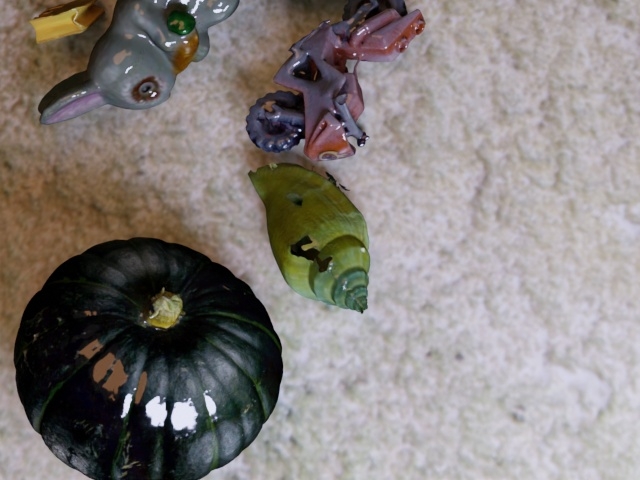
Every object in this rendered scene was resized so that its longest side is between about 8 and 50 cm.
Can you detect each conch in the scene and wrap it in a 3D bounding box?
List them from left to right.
[{"bbox_3d":[-0.001,0.000,1.569,0.095,0.079,0.201,-13,59,-9],"label":"conch"}]

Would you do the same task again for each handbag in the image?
[{"bbox_3d":[-0.267,-0.236,1.716,0.061,0.083,0.027,-13,108,13],"label":"handbag"}]

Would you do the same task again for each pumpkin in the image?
[{"bbox_3d":[-0.158,0.107,1.503,0.249,0.216,0.250,9,56,-13],"label":"pumpkin"}]

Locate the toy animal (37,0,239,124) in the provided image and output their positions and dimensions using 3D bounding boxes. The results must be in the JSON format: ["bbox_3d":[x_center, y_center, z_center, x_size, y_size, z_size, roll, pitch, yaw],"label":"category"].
[{"bbox_3d":[-0.185,-0.204,1.674,0.125,0.127,0.251,41,99,5],"label":"toy animal"}]

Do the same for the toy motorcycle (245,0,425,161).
[{"bbox_3d":[0.026,-0.157,1.606,0.118,0.084,0.212,35,79,31],"label":"toy motorcycle"}]
